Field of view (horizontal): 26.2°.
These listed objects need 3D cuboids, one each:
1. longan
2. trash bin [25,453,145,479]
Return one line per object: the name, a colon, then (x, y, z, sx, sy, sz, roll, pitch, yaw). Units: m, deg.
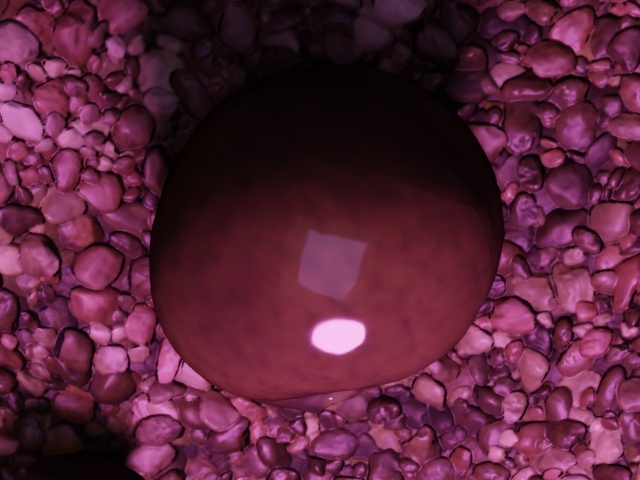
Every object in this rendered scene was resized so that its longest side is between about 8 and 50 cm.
longan: (0.000, 0.000, 1.194, 0.318, 0.319, 0.319, -1, 109, -2)
trash bin: (-0.248, 0.304, 1.371, 0.175, 0.175, 0.161, 12, 98, -6)
